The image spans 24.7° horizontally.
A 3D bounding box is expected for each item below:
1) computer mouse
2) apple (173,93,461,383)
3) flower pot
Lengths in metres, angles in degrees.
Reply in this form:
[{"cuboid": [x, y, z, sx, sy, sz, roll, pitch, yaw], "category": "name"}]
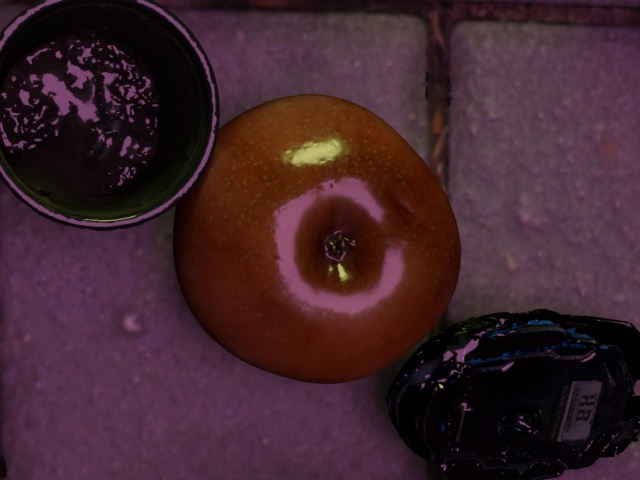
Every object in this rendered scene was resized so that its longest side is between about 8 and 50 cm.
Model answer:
[{"cuboid": [0.151, 0.110, 1.103, 0.241, 0.077, 0.147, 3, 112, -24], "category": "computer mouse"}, {"cuboid": [0.000, 0.000, 1.007, 0.201, 0.162, 0.201, -2, 96, -19], "category": "apple"}, {"cuboid": [-0.155, -0.084, 0.985, 0.157, 0.107, 0.158, 0, 90, -17], "category": "flower pot"}]
